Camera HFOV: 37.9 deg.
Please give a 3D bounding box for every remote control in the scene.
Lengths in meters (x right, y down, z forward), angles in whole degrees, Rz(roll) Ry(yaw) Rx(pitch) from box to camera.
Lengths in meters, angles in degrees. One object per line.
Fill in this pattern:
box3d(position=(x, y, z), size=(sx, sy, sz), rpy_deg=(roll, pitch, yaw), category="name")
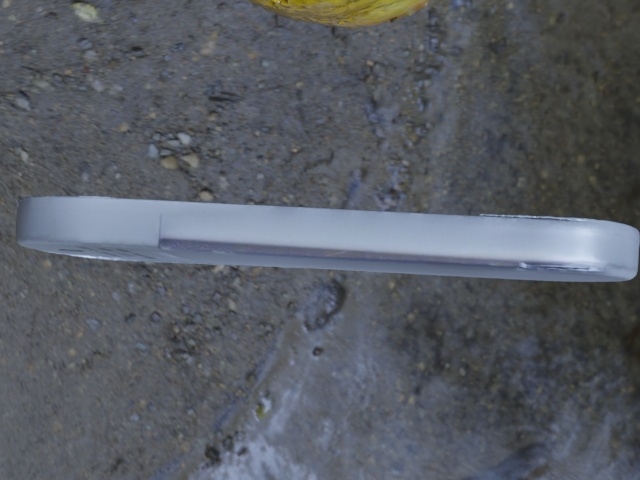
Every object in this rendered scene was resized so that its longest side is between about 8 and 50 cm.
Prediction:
box3d(position=(0.000, 0.000, 0.370), size=(0.244, 0.077, 0.022), rpy_deg=(3, 83, 6), category="remote control")

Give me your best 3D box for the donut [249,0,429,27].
box3d(position=(-0.007, -0.257, 0.528), size=(0.108, 0.277, 0.278), rpy_deg=(-35, 120, -60), category="donut")
